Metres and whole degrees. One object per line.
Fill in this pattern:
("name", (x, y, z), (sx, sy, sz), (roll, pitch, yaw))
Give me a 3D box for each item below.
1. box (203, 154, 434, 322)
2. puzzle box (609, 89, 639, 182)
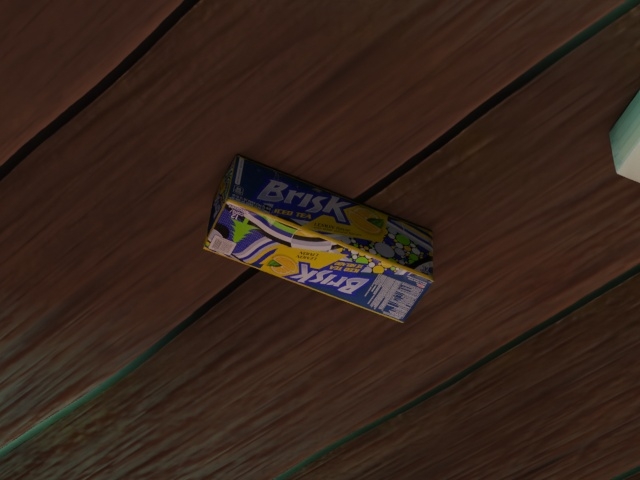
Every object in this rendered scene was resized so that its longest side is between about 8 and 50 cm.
("box", (0.000, 0.000, 0.902), (0.168, 0.059, 0.054), (21, 128, -13))
("puzzle box", (0.440, -0.085, 0.794), (0.408, 0.052, 0.272), (20, 129, -12))
